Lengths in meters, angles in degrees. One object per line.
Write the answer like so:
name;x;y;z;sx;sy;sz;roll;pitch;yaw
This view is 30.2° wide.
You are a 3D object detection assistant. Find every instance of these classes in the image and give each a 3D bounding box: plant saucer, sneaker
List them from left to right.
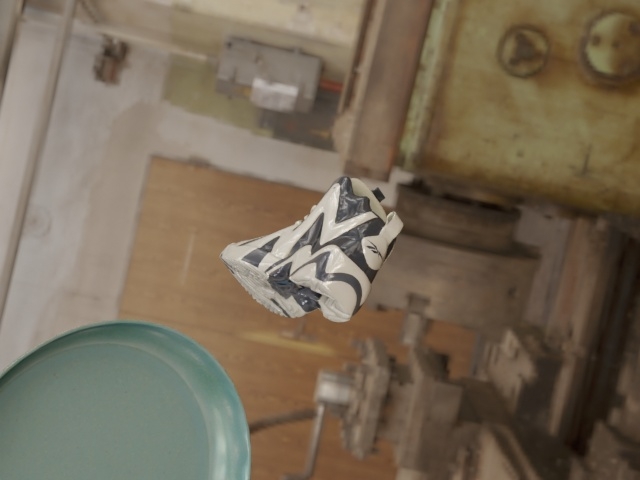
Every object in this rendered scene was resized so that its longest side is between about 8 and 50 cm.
plant saucer;-0.199;0.221;1.042;0.043;0.317;0.318;13;92;49
sneaker;0.000;0.000;1.276;0.153;0.094;0.235;-48;21;-21
